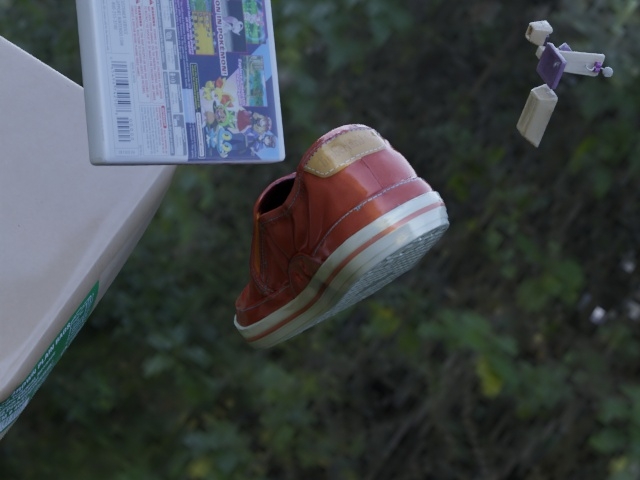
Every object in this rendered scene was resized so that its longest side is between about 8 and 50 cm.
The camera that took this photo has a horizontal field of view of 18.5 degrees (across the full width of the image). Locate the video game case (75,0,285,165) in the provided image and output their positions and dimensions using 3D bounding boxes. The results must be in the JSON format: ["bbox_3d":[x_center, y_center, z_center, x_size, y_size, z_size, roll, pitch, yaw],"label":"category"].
[{"bbox_3d":[-0.106,-0.157,1.476,0.023,0.201,0.183,-8,-4,44],"label":"video game case"}]

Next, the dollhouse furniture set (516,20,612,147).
[{"bbox_3d":[0.258,-0.164,2.125,0.081,0.114,0.091,4,34,-25],"label":"dollhouse furniture set"}]

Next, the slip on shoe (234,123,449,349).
[{"bbox_3d":[0.000,0.000,1.403,0.101,0.123,0.331,58,-18,6],"label":"slip on shoe"}]

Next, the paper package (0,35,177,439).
[{"bbox_3d":[-0.337,-0.016,1.749,0.309,0.325,0.168,31,-31,4],"label":"paper package"}]
